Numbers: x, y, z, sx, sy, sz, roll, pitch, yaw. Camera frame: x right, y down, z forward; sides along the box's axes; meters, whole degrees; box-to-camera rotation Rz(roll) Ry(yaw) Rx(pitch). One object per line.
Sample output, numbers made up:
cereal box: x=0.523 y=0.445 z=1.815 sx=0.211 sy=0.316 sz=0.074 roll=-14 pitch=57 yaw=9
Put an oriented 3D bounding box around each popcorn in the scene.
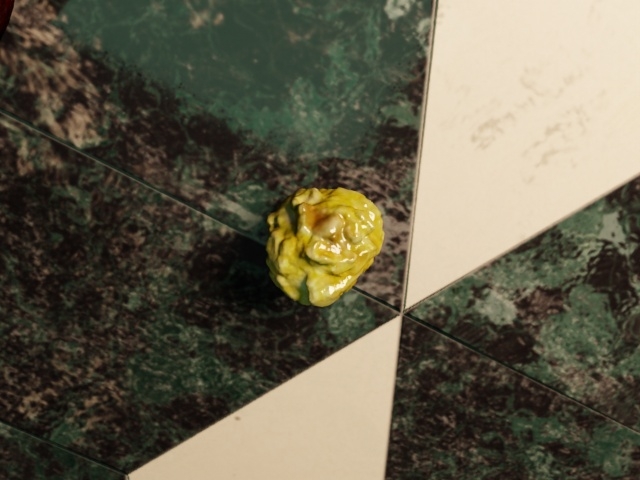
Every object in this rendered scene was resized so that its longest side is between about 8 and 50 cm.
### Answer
popcorn: x=0.000 y=0.000 z=0.887 sx=0.121 sy=0.116 sz=0.106 roll=-41 pitch=91 yaw=15

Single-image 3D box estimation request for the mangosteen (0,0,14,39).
mangosteen: x=-0.390 y=-0.219 z=0.672 sx=0.330 sy=0.330 sz=0.330 roll=-1 pitch=114 yaw=-2
